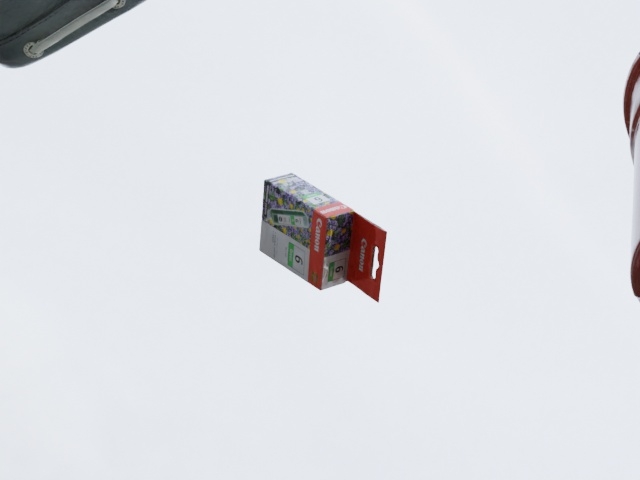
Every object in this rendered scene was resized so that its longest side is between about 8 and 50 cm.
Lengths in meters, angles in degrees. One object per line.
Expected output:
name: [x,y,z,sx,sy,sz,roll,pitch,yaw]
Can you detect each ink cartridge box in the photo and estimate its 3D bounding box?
ink cartridge box: [0.000,0.000,1.028,0.115,0.029,0.063,33,-53,43]

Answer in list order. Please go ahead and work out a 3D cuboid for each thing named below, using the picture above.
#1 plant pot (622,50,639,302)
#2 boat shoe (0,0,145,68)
plant pot: [0.400,-0.045,1.266,0.272,0.265,0.272,11,-48,12]
boat shoe: [-0.068,-0.197,0.766,0.116,0.319,0.099,59,-5,50]
